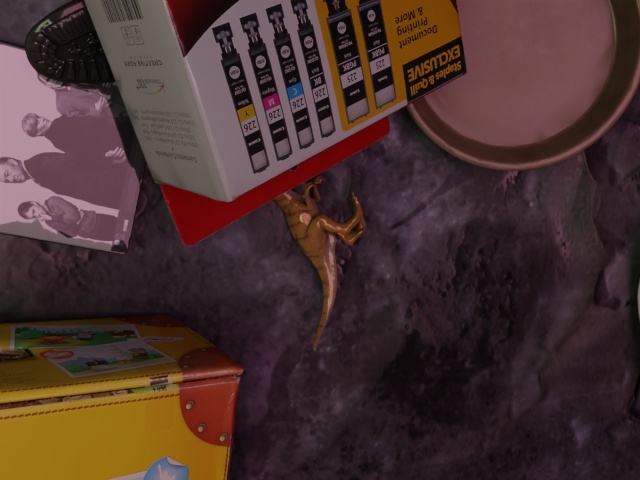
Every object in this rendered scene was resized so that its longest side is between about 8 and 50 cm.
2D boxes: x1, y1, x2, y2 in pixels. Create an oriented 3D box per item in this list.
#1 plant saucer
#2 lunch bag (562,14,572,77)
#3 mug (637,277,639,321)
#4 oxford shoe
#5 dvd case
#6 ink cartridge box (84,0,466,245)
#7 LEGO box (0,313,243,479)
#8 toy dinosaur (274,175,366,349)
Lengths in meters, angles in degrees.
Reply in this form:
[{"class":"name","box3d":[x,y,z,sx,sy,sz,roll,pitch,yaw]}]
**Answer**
[{"class":"plant saucer","box3d":[0.218,-0.217,0.747,0.278,0.041,0.278,1,101,5]},{"class":"lunch bag","box3d":[0.288,-0.223,0.803,0.053,0.071,0.083,-6,99,-22]},{"class":"mug","box3d":[0.629,0.029,0.890,0.328,0.276,0.374,-15,74,-22]},{"class":"oxford shoe","box3d":[-0.173,-0.215,0.631,0.227,0.096,0.083,-31,139,-26]},{"class":"dvd case","box3d":[-0.289,-0.094,0.642,0.238,0.029,0.179,12,96,-21]},{"class":"ink cartridge box","box3d":[-0.016,-0.165,0.604,0.309,0.130,0.272,-33,121,-32]},{"class":"LEGO box","box3d":[-0.338,0.272,0.537,0.500,0.193,0.372,1,100,-37]},{"class":"toy dinosaur","box3d":[0.000,0.000,0.756,0.112,0.064,0.211,-24,98,1]}]
